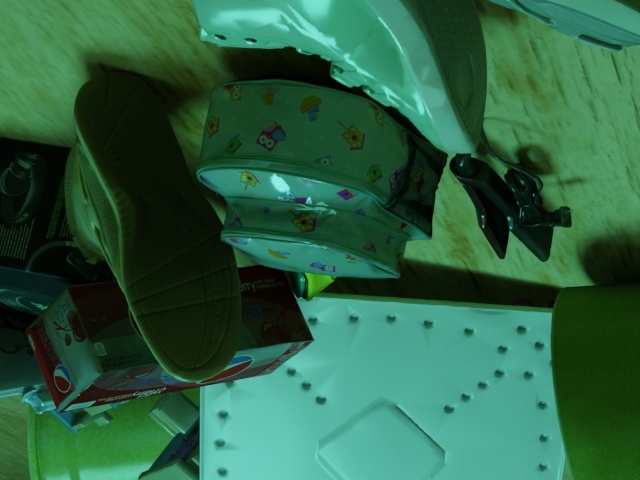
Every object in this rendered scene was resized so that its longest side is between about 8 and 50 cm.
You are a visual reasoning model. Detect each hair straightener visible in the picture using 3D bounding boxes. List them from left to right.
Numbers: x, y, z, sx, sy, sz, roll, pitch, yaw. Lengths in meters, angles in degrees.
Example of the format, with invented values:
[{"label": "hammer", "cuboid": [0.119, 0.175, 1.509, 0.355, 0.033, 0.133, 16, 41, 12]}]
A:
[{"label": "hair straightener", "cuboid": [0.170, -0.039, 1.373, 0.089, 0.047, 0.230, 5, 157, 21]}]

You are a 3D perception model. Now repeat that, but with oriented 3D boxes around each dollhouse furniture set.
[{"label": "dollhouse furniture set", "cuboid": [-0.203, 0.132, 1.970, 0.303, 0.198, 0.286, 42, 152, -10]}]

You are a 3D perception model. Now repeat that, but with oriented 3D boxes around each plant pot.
[{"label": "plant pot", "cuboid": [-0.246, 0.278, 2.304, 0.254, 0.276, 0.276, -4, 159, 11]}, {"label": "plant pot", "cuboid": [0.394, 0.149, 1.497, 0.294, 0.274, 0.275, -13, 154, 21]}]

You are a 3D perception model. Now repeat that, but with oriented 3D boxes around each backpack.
[{"label": "backpack", "cuboid": [-0.008, -0.050, 1.277, 0.166, 0.144, 0.188, 7, 160, 28]}]

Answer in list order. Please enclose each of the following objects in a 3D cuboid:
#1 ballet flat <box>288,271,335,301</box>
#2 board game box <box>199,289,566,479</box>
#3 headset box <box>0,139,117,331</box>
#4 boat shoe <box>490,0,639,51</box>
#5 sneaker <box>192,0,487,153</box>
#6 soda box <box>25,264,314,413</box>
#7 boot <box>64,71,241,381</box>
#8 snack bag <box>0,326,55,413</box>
[{"label": "ballet flat", "cuboid": [0.000, 0.000, 1.551, 0.077, 0.077, 0.231, -12, 159, 0]}, {"label": "board game box", "cuboid": [0.066, 0.219, 1.763, 0.390, 0.050, 0.390, 4, 120, 2]}, {"label": "headset box", "cuboid": [-0.308, 0.000, 1.638, 0.283, 0.131, 0.246, 10, 162, 7]}, {"label": "boat shoe", "cuboid": [0.123, -0.161, 0.948, 0.227, 0.079, 0.081, 19, 157, -32]}, {"label": "sneaker", "cuboid": [0.009, -0.139, 1.058, 0.151, 0.094, 0.256, -5, 147, 28]}, {"label": "soda box", "cuboid": [-0.137, 0.087, 1.527, 0.263, 0.092, 0.083, -5, 153, -45]}, {"label": "boot", "cuboid": [-0.152, 0.006, 1.396, 0.095, 0.262, 0.203, -21, 173, -18]}, {"label": "snack bag", "cuboid": [-0.369, 0.107, 1.743, 0.342, 0.037, 0.323, -9, -155, -37]}]
